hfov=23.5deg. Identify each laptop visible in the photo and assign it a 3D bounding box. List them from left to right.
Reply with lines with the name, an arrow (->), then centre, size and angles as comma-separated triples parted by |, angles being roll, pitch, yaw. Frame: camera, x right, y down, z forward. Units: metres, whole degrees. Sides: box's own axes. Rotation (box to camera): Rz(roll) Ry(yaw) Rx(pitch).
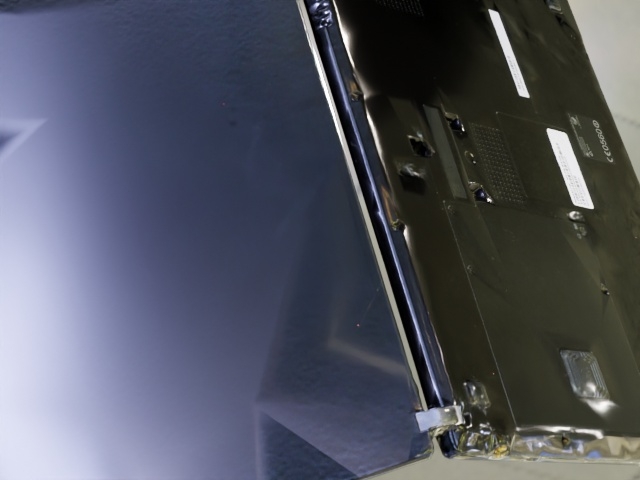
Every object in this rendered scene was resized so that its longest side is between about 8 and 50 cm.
laptop -> 0.000, 0.000, 0.586 | 0.264, 0.234, 0.136 | 9, 145, -41
